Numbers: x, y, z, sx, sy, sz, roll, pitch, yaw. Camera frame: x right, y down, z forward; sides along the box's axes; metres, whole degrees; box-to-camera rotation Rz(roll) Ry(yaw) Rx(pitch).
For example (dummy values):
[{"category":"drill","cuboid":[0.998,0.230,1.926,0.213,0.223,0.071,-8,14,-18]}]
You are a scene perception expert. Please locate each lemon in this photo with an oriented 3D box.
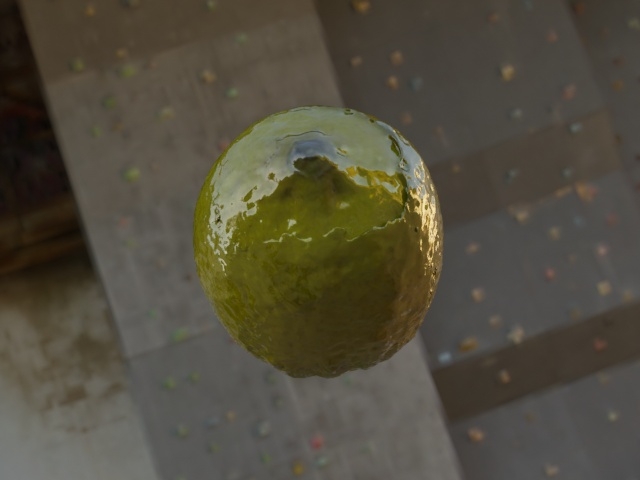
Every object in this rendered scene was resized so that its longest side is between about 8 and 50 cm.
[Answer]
[{"category":"lemon","cuboid":[0.001,0.002,1.183,0.180,0.180,0.193,-24,-63,7]}]
